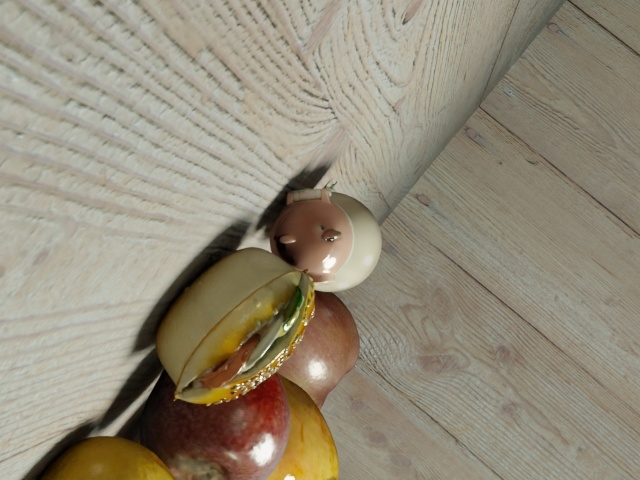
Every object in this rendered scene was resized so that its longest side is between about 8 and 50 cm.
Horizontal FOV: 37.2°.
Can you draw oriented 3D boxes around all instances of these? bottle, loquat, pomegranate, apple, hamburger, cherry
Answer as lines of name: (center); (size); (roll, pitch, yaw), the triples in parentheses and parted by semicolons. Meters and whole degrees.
bottle: (0.000, 0.000, 1.335); (0.148, 0.147, 0.236); (-51, 170, 6)
loquat: (-0.278, 0.353, 1.214); (0.208, 0.208, 0.208); (-50, 175, -6)
pomegranate: (-0.164, 0.412, 1.669); (0.411, 0.411, 0.411); (-50, 175, -6)
apple: (-0.049, 0.250, 2.119); (0.306, 0.235, 0.306); (-49, 173, -8)
hamburger: (-0.105, 0.108, 1.176); (0.237, 0.147, 0.237); (-43, 175, -4)
cherry: (-0.141, 0.246, 1.356); (0.239, 0.206, 0.239); (-62, -178, 3)

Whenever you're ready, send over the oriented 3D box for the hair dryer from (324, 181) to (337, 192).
hair dryer: (-0.009, -0.048, 1.537); (0.124, 0.037, 0.063); (-56, 179, -21)
